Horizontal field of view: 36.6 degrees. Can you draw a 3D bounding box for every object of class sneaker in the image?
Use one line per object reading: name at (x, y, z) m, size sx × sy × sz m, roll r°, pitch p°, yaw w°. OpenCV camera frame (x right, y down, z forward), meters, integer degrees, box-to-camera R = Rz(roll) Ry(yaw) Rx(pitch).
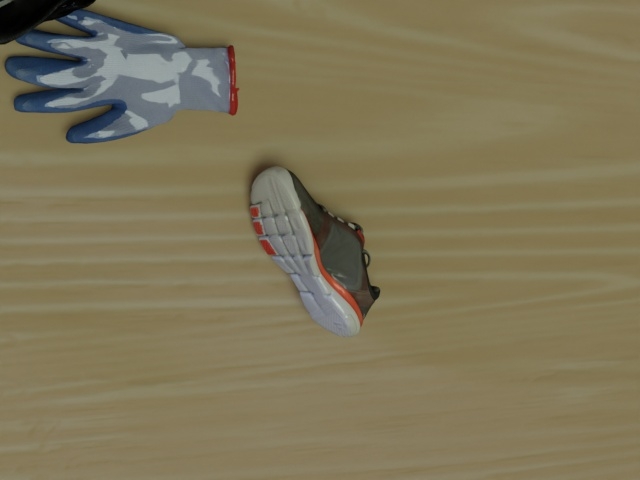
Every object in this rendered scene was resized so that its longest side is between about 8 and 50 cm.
sneaker at (0.000, 0.000, 0.749) m, size 0.065 × 0.061 × 0.157 m, roll -46°, pitch 126°, yaw -29°

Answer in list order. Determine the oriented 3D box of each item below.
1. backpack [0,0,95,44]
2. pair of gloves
backpack at (-0.235, -0.183, 0.462) m, size 0.264 × 0.276 × 0.213 m, roll 2°, pitch 99°, yaw -26°
pair of gloves at (-0.126, -0.161, 0.634) m, size 0.159 × 0.023 × 0.198 m, roll -4°, pitch 111°, yaw -19°
